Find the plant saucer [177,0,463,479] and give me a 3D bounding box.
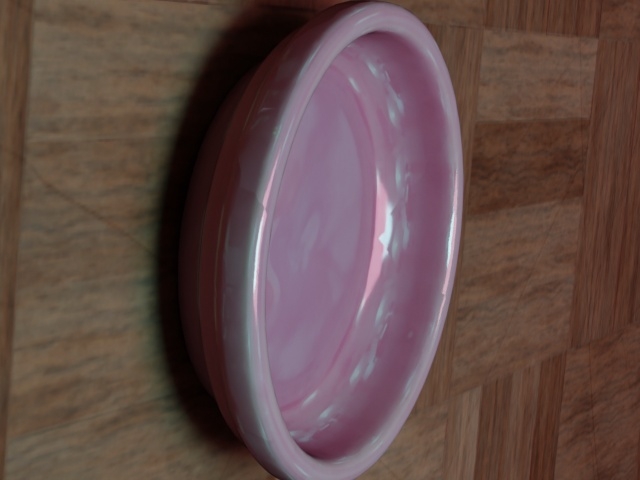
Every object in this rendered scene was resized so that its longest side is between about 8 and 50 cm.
[{"bbox_3d":[0.000,0.000,1.190,0.332,0.084,0.332,-32,127,-58],"label":"plant saucer"}]
